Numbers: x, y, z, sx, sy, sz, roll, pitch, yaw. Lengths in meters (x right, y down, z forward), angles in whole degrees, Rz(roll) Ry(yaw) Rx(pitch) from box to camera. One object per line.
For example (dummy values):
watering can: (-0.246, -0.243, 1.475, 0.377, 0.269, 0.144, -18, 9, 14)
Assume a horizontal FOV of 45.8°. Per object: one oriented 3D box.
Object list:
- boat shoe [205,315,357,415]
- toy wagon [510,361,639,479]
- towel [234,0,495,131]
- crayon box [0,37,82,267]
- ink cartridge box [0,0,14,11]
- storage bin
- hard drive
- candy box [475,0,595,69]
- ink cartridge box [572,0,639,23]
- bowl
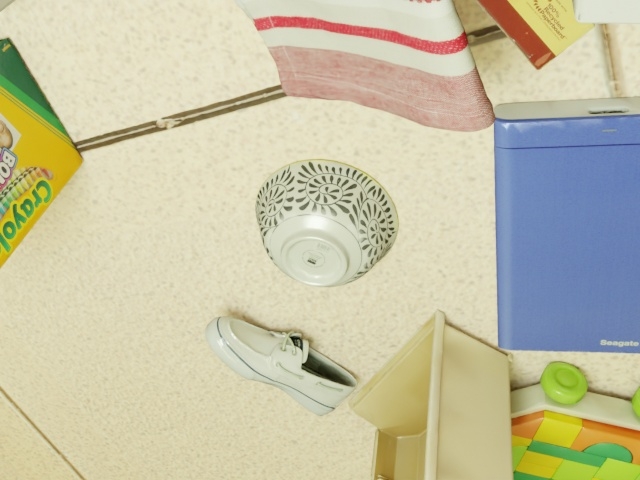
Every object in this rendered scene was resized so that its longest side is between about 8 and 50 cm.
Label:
boat shoe: (-0.046, 0.152, 1.011, 0.226, 0.083, 0.076, 35, 118, -30)
toy wagon: (0.383, 0.295, 1.023, 0.345, 0.068, 0.267, 13, 131, 3)
towel: (-0.011, -0.219, 0.583, 0.237, 0.037, 0.329, 20, 156, 42)
crayon box: (-0.368, -0.064, 0.762, 0.081, 0.278, 0.165, -8, 127, 21)
ink cartridge box: (-0.380, -0.310, 0.686, 0.203, 0.085, 0.148, 19, 131, -3)
storage bin: (0.119, 0.277, 0.945, 0.123, 0.262, 0.260, 26, 130, -12)
hard drive: (0.296, -0.002, 0.812, 0.210, 0.040, 0.318, -1, 129, 14)
candy box: (0.141, -0.216, 0.571, 0.109, 0.186, 0.053, 41, 123, -19)
ink cartridge box: (0.249, -0.263, 0.477, 0.171, 0.232, 0.168, 3, 132, 10)
bowl: (0.000, 0.000, 0.860, 0.170, 0.080, 0.170, 7, 131, 7)
